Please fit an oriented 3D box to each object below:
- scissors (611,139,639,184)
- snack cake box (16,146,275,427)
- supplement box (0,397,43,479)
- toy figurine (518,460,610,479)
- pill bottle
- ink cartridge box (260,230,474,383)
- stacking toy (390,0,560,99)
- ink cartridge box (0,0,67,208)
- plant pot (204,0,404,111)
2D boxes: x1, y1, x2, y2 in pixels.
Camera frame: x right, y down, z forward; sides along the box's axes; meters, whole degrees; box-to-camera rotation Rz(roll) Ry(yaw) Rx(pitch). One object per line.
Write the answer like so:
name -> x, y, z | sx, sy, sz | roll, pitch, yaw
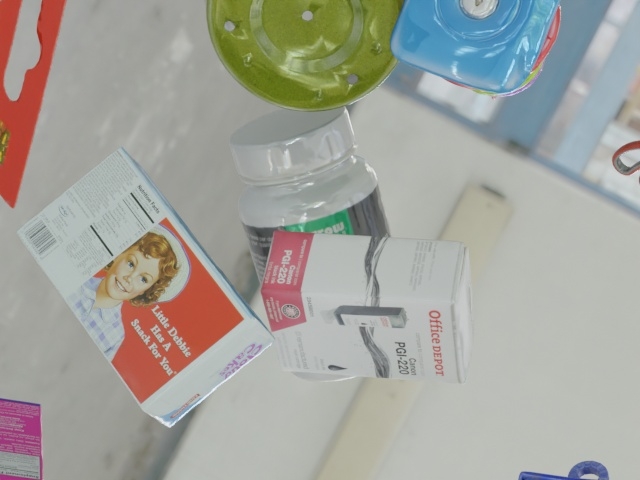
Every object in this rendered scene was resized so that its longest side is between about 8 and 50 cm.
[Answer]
scissors -> 0.540, -0.129, 2.277 | 0.021, 0.109, 0.297 | -48, -172, -25
snack cake box -> -0.188, 0.048, 1.656 | 0.152, 0.264, 0.089 | -38, 156, -1
supplement box -> -0.474, 0.336, 2.275 | 0.220, 0.114, 0.111 | -109, -147, -62
toy figurine -> 0.231, 0.249, 1.340 | 0.217, 0.363, 0.191 | -51, 133, -49
pill bottle -> 0.000, 0.000, 2.188 | 0.204, 0.204, 0.361 | -49, 127, -57
ink cartridge box -> 0.056, 0.075, 1.710 | 0.158, 0.218, 0.092 | 78, 18, -49
stacking toy -> 0.200, -0.224, 1.776 | 0.302, 0.166, 0.175 | 45, 66, -73
ink cartridge box -> -0.373, -0.247, 1.345 | 0.091, 0.385, 0.308 | -16, 139, -42
plant pot -> -0.002, -0.333, 1.923 | 0.353, 0.366, 0.366 | -79, -169, -61
